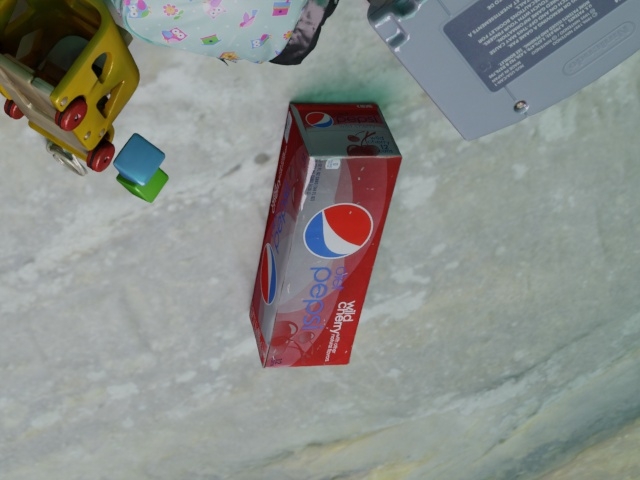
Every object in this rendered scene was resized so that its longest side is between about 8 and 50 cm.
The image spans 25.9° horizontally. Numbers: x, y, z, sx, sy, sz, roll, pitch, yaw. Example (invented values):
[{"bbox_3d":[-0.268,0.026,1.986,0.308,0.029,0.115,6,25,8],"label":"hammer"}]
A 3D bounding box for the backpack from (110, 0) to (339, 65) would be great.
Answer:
[{"bbox_3d":[-0.076,-0.210,1.078,0.182,0.115,0.152,10,129,-23],"label":"backpack"}]

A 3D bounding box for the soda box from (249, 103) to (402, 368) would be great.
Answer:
[{"bbox_3d":[0.000,0.000,1.312,0.092,0.083,0.263,-1,131,-18],"label":"soda box"}]

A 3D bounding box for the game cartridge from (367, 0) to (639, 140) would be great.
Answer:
[{"bbox_3d":[0.208,-0.219,1.213,0.294,0.060,0.196,-34,129,12],"label":"game cartridge"}]

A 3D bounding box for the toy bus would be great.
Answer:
[{"bbox_3d":[-0.196,-0.133,1.106,0.191,0.202,0.104,42,78,-33],"label":"toy bus"}]

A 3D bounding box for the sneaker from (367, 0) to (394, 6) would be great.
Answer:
[{"bbox_3d":[0.110,-0.280,1.106,0.106,0.078,0.234,12,123,-25],"label":"sneaker"}]
